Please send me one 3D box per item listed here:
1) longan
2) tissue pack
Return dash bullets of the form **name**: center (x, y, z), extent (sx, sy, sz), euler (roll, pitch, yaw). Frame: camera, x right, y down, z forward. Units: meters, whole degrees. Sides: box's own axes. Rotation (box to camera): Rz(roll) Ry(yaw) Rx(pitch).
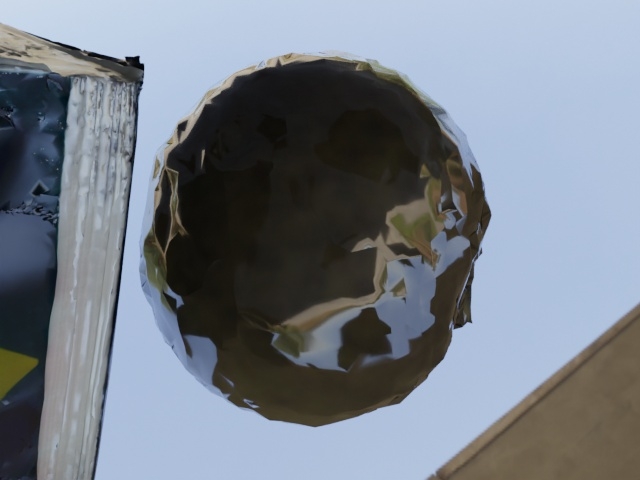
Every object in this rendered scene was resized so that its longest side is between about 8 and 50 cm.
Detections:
- **longan**: center (0.000, 0.000, 0.731), extent (0.391, 0.391, 0.391), euler (-10, -144, 8)
- **tissue pack**: center (-0.303, 0.043, 0.491), extent (0.264, 0.417, 0.253), euler (26, -158, 30)
